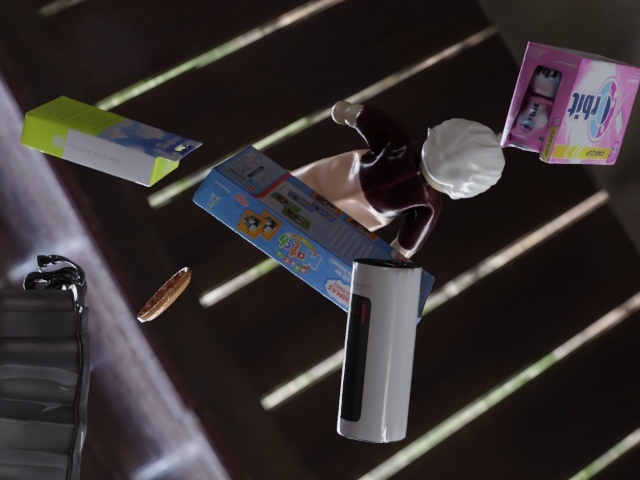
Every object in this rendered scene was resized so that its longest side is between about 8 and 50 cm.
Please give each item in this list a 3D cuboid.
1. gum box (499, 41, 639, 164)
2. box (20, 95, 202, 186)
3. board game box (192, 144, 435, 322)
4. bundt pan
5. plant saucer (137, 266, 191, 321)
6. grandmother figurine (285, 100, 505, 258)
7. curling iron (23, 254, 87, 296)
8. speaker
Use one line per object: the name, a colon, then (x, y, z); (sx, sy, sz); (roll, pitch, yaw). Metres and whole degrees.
gum box: (0.255, -0.137, 1.479); (0.062, 0.188, 0.107); (21, 103, 29)
box: (-0.234, -0.111, 1.644); (0.178, 0.109, 0.042); (19, 109, 6)
board game box: (0.000, 0.000, 1.270); (0.211, 0.039, 0.160); (35, -166, 1)
bundt pan: (-0.319, 0.194, 1.416); (0.331, 0.124, 0.331); (-170, 90, -72)
plant saucer: (-0.179, 0.065, 1.697); (0.013, 0.083, 0.083); (44, 157, -10)
grandmother figurine: (0.072, -0.071, 1.719); (0.342, 0.104, 0.208); (-14, 110, 46)
curling iron: (-0.378, 0.105, 1.673); (0.068, 0.274, 0.035); (55, -169, 9)
speaker: (0.045, 0.082, 1.115); (0.055, 0.055, 0.136); (15, 102, 57)
